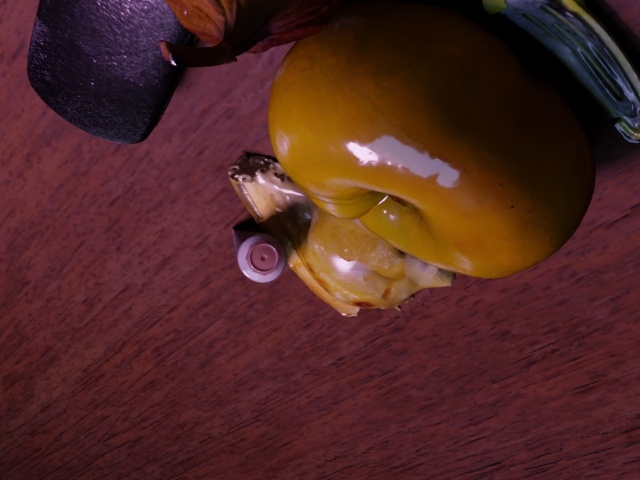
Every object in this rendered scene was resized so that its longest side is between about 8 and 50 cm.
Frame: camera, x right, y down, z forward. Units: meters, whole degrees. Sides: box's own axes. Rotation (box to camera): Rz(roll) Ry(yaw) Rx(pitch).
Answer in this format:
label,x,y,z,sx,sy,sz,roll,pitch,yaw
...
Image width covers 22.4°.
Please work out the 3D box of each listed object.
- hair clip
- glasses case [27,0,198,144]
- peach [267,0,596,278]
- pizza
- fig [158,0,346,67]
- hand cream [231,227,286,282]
label,x,y,z,sx,sy,sz,roll,pitch,yaw
hair clip,0.172,-0.136,1.101,0.188,0.033,0.060,42,148,-23
glasses case,-0.160,-0.172,1.282,0.122,0.082,0.321,28,152,-5
peach,0.078,-0.071,1.191,0.251,0.153,0.251,32,169,7
pizza,0.008,0.003,1.452,0.204,0.080,0.188,42,150,-25
fig,-0.042,-0.164,1.053,0.146,0.201,0.134,-32,123,25
hand cream,-0.060,0.014,1.497,0.067,0.043,0.210,54,175,-2
